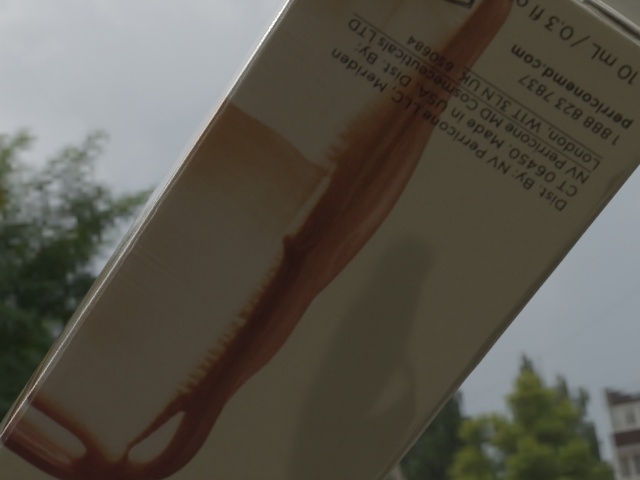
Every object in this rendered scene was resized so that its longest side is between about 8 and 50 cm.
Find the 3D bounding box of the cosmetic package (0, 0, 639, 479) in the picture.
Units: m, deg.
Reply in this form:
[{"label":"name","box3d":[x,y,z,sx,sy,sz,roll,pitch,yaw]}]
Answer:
[{"label":"cosmetic package","box3d":[0.000,0.000,0.616,0.296,0.129,0.153,-55,7,22]}]
